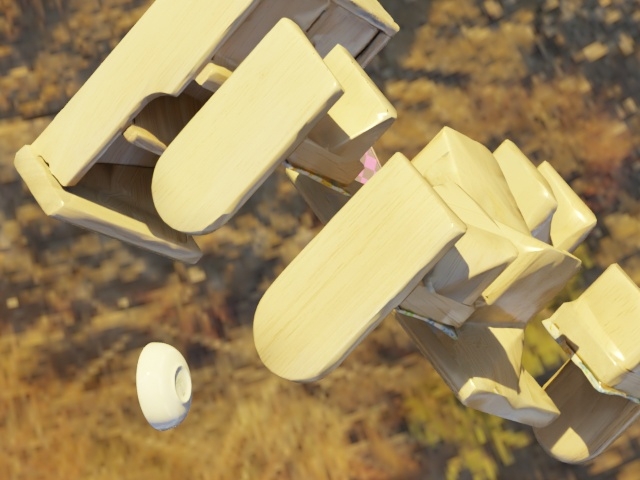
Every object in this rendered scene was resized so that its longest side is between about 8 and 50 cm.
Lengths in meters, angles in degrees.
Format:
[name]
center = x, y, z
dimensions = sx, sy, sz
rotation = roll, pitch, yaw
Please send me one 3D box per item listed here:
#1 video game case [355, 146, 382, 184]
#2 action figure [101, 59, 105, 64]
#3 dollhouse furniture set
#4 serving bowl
[video game case]
center = 0.053, -0.049, 1.980
dimensions = 0.041, 0.210, 0.232
rotation = -26, 108, 1
[action figure]
center = -0.193, -0.150, 1.875
dimensions = 0.232, 0.063, 0.137
rotation = -50, -178, -16
[dollhouse furniture set]
center = 0.000, 0.000, 1.325
dimensions = 0.256, 0.394, 0.362
rotation = -47, 146, 15
[serving bowl]
center = -0.141, 0.136, 1.774
dimensions = 0.027, 0.083, 0.083
rotation = -8, 141, 22
